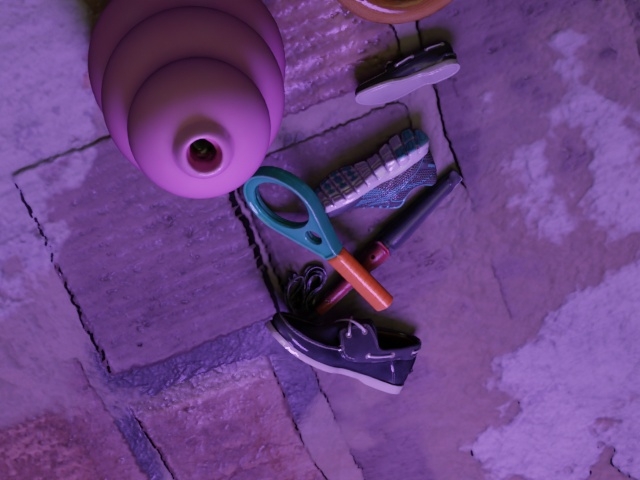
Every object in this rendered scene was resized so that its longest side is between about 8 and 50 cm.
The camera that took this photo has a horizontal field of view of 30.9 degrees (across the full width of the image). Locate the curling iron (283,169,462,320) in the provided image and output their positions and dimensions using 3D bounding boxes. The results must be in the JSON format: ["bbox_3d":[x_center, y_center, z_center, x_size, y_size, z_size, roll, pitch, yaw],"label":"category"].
[{"bbox_3d":[0.064,0.006,1.421,0.274,0.035,0.068,-37,117,10],"label":"curling iron"}]

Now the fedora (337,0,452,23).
[{"bbox_3d":[0.081,-0.330,1.229,0.194,0.079,0.194,-5,124,-8],"label":"fedora"}]

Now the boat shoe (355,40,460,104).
[{"bbox_3d":[0.096,-0.192,1.325,0.125,0.038,0.046,-21,160,7],"label":"boat shoe"}]

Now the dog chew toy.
[{"bbox_3d":[-0.126,-0.146,1.142,0.207,0.332,0.206,-4,118,-8],"label":"dog chew toy"}]

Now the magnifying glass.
[{"bbox_3d":[0.000,0.000,1.372,0.231,0.026,0.092,44,144,-17],"label":"magnifying glass"}]

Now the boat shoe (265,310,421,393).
[{"bbox_3d":[0.030,0.122,1.435,0.233,0.084,0.079,22,108,-38],"label":"boat shoe"}]

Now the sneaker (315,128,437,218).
[{"bbox_3d":[0.067,-0.060,1.376,0.166,0.065,0.076,-29,124,8],"label":"sneaker"}]
